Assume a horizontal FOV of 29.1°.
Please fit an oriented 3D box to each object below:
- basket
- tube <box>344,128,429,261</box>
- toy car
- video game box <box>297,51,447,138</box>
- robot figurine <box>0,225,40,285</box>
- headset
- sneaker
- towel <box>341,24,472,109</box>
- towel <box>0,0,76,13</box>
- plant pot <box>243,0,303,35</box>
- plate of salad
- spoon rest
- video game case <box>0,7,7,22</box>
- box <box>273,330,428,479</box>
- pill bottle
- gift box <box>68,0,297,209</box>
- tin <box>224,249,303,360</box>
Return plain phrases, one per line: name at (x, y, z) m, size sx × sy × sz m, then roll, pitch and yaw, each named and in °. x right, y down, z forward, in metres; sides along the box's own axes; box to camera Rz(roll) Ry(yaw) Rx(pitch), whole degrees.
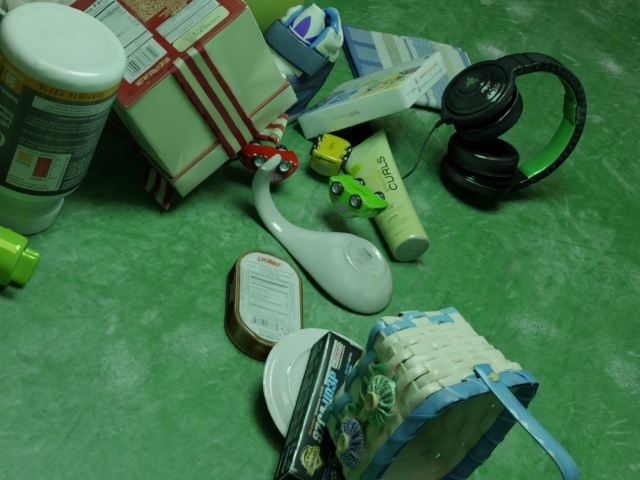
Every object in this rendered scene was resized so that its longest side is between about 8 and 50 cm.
basket at (0.142, 0.240, 1.387) m, size 0.201 × 0.254 × 0.289 m, roll -10°, pitch 48°, yaw -43°
tube at (0.102, -0.073, 1.976) m, size 0.070 × 0.062 × 0.240 m, roll -7°, pitch 50°, yaw -19°
toy car at (0.009, -0.090, 1.913) m, size 0.239 × 0.053 × 0.225 m, roll -11°, pitch 39°, yaw -46°
video game box at (0.090, -0.245, 2.077) m, size 0.187 × 0.205 × 0.048 m, roll -41°, pitch 113°, yaw -54°
robot figurine at (-0.408, 0.013, 1.526) m, size 0.115 × 0.067 × 0.101 m, roll 25°, pitch 9°, yaw -6°
headset at (0.259, -0.197, 2.117) m, size 0.394 × 0.243 × 0.185 m, roll -16°, pitch 37°, yaw -16°
sneaker at (-0.085, -0.274, 1.946) m, size 0.130 × 0.236 × 0.323 m, roll 40°, pitch 37°, yaw 15°
towel at (0.181, -0.320, 2.359) m, size 0.285 × 0.034 × 0.209 m, roll 7°, pitch 44°, yaw -25°
towel at (-0.358, -0.421, 1.930) m, size 0.332 × 0.317 × 0.053 m, roll 57°, pitch 2°, yaw 33°
plant pot at (-0.176, -0.423, 2.082) m, size 0.293 × 0.275 × 0.275 m, roll 14°, pitch 35°, yaw -47°
plate of salad at (0.010, 0.206, 1.593) m, size 0.200 × 0.048 × 0.200 m, roll 18°, pitch 52°, yaw -24°
spoon rest at (0.000, 0.000, 1.829) m, size 0.276 × 0.084 × 0.137 m, roll 47°, pitch 39°, yaw 1°
video game case at (-0.649, -0.340, 1.794) m, size 0.300 × 0.036 × 0.329 m, roll 39°, pitch 39°, yaw 17°
box at (0.049, 0.242, 1.524) m, size 0.175 × 0.051 × 0.220 m, roll 29°, pitch 47°, yaw -14°
pill bottle at (-0.361, -0.149, 1.573) m, size 0.162 × 0.278 × 0.162 m, roll 19°, pitch 37°, yaw -15°
gift box at (-0.201, -0.221, 1.745) m, size 0.255 × 0.258 × 0.276 m, roll -37°, pitch 59°, yaw -5°
tin at (-0.075, 0.086, 1.695) m, size 0.106 × 0.040 × 0.189 m, roll 21°, pitch 36°, yaw -19°
